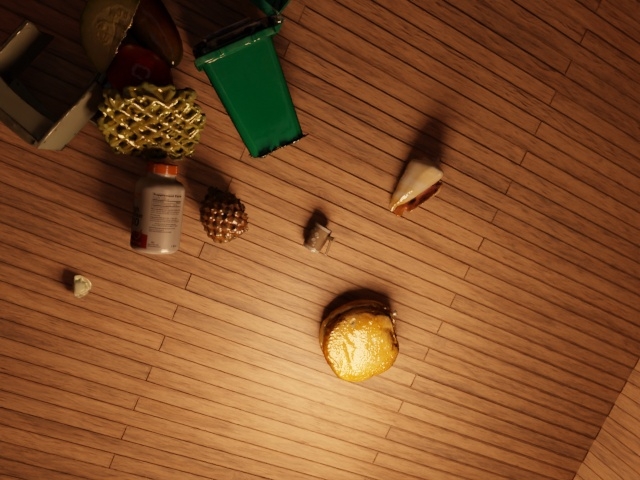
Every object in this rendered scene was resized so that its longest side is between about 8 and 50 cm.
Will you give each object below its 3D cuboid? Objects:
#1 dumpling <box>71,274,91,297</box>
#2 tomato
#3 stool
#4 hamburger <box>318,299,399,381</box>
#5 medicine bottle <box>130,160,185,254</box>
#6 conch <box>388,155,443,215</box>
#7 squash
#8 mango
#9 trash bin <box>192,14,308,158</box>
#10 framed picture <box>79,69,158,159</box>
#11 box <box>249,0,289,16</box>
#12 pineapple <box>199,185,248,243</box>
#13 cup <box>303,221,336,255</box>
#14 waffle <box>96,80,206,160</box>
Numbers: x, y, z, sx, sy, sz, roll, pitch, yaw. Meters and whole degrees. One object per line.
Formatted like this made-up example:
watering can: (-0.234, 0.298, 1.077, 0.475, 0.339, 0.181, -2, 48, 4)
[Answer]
dumpling: (-0.812, 0.156, 1.531, 0.059, 0.043, 0.077, -4, 86, -27)
tomato: (-0.549, -0.492, 1.362, 0.195, 0.195, 0.136, 18, 60, -14)
stool: (-0.817, -0.444, 1.333, 0.243, 0.170, 0.270, 44, 91, -11)
hamburger: (0.152, 0.369, 1.694, 0.314, 0.170, 0.290, -19, 107, -8)
medicine bottle: (-0.529, -0.109, 1.473, 0.156, 0.157, 0.289, 7, 99, -12)
conch: (0.343, -0.214, 1.658, 0.255, 0.127, 0.158, -39, 138, 21)
squash: (-0.603, -0.632, 1.315, 0.204, 0.155, 0.237, 42, 109, 3)
mango: (-0.519, -0.659, 1.388, 0.133, 0.111, 0.268, -33, 105, -21)
trash bin: (-0.199, -0.479, 1.426, 0.295, 0.259, 0.381, -26, 111, -5)
framed picture: (-0.628, -0.428, 1.462, 0.273, 0.016, 0.217, 33, 93, -15)
box: (-0.202, -0.806, 1.409, 0.226, 0.042, 0.161, 34, 51, -16)
pineapple: (-0.331, -0.093, 1.518, 0.166, 0.166, 0.193, -24, 105, -6)
cup: (0.000, -0.001, 1.636, 0.102, 0.074, 0.099, 33, 96, 5)
waffle: (-0.510, -0.353, 1.377, 0.316, 0.073, 0.297, -7, 148, -24)
